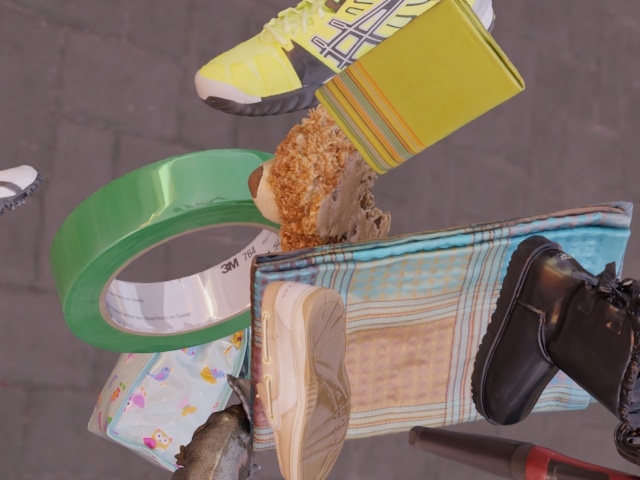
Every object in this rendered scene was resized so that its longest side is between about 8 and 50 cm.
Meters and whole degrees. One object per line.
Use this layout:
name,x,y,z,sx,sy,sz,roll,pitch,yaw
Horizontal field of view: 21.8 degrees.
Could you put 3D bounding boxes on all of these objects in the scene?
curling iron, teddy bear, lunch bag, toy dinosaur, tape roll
curling iron,0.161,0.147,1.164,0.035,0.274,0.068,39,64,-29
teddy bear,0.000,0.000,1.759,0.245,0.113,0.338,-68,158,-9
lunch bag,-0.194,0.178,2.292,0.160,0.223,0.262,30,78,-12
toy dinosaur,-0.122,0.264,1.864,0.313,0.121,0.160,-59,172,-32
tape roll,-0.153,0.018,1.946,0.321,0.321,0.077,21,42,-51

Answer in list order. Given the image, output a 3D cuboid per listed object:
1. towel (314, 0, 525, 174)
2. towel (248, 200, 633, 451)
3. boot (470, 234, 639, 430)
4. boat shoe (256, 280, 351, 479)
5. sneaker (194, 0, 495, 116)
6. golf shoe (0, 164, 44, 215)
towel,0.084,-0.133,1.452,0.021,0.237,0.102,-42,97,-32
towel,0.114,0.093,1.613,0.040,0.370,0.271,-110,-164,-46
boot,0.132,0.064,0.860,0.045,0.099,0.121,-9,122,-39
boat shoe,-0.017,0.104,1.215,0.063,0.059,0.170,-26,127,-46
sneaker,0.020,-0.267,2.031,0.385,0.145,0.147,-22,121,-12
golf shoe,-0.361,-0.050,1.618,0.198,0.077,0.094,-28,93,-39
